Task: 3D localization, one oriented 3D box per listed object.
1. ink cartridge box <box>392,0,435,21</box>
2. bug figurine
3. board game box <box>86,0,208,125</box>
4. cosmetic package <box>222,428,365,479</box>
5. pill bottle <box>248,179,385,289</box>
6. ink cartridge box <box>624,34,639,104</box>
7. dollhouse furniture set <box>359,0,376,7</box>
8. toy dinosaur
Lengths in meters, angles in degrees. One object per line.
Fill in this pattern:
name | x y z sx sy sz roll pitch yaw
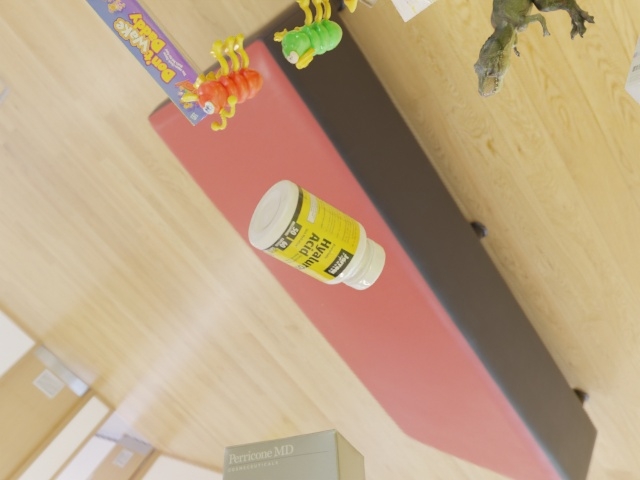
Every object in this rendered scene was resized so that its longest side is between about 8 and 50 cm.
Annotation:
ink cartridge box | 0.281 -0.694 1.526 0.090 0.092 0.143 53 156 -14
bug figurine | -0.029 -0.225 0.564 0.072 0.216 0.279 54 149 0
board game box | -0.359 -0.424 1.204 0.347 0.078 0.233 50 -176 -19
cosmetic package | -0.020 0.306 0.495 0.127 0.238 0.107 -16 142 13
pill bottle | 0.000 0.000 0.490 0.116 0.065 0.065 28 151 -28
ink cartridge box | 0.869 -0.433 1.369 0.127 0.176 0.128 29 164 -24
dollhouse furniture set | 0.080 -0.758 1.468 0.242 0.212 0.161 25 176 -13
toy dinosaur | 0.248 -0.291 0.631 0.118 0.268 0.064 12 172 -12
